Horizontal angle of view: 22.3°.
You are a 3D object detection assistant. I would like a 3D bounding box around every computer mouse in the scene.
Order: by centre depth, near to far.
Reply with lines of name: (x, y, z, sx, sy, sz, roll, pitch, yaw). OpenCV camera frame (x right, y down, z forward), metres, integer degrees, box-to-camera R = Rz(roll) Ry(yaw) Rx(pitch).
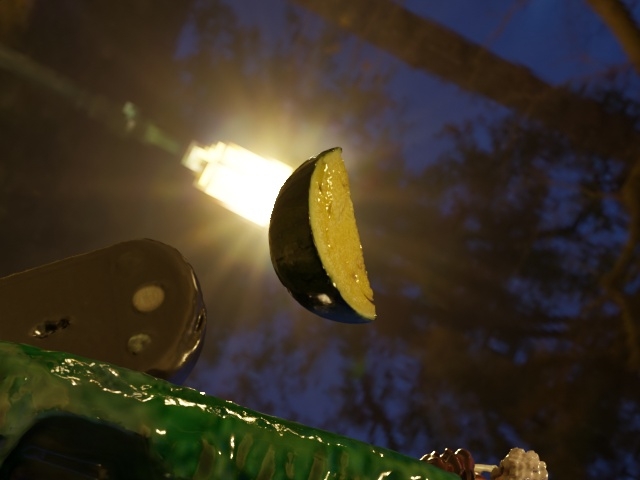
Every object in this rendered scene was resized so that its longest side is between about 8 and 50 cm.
computer mouse: (-0.221, 0.103, 1.393, 0.269, 0.100, 0.170, -15, -135, 3)

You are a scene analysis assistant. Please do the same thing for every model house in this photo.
model house: (-0.145, 0.300, 1.052, 0.334, 0.382, 0.343, -40, -147, 54)

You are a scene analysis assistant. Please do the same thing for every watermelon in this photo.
watermelon: (-0.010, 0.003, 1.623, 0.075, 0.092, 0.181, -17, -96, 34)

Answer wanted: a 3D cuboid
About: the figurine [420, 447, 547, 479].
figurine: (0.128, 0.262, 1.414, 0.240, 0.115, 0.175, -140, -130, -75)
